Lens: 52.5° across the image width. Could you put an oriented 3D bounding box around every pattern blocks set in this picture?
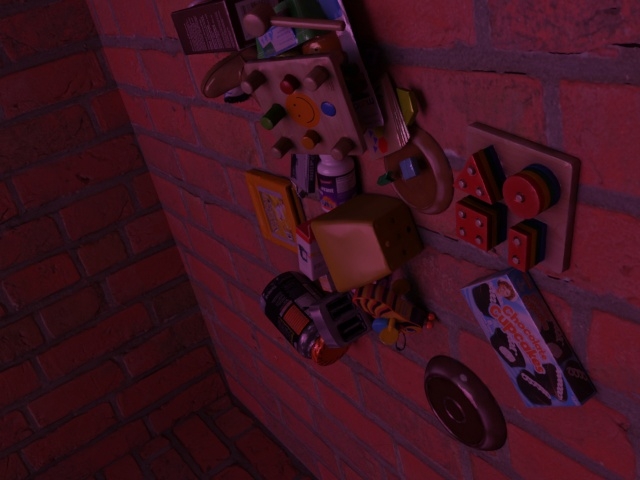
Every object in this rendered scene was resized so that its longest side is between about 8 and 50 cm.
[{"bbox_3d":[0.144,-0.293,1.551,0.285,0.026,0.324,3,107,62],"label":"pattern blocks set"}]

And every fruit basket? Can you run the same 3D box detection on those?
[{"bbox_3d":[-0.021,-0.413,1.579,0.327,0.165,0.353,-3,108,53],"label":"fruit basket"}]

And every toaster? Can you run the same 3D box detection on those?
[{"bbox_3d":[0.063,0.250,2.112,0.168,0.186,0.110,63,159,-1],"label":"toaster"}]

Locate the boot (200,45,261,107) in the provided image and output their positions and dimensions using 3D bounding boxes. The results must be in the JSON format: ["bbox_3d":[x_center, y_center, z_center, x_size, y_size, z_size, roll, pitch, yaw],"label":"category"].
[{"bbox_3d":[-0.202,-0.438,1.895,0.269,0.236,0.089,51,-172,26],"label":"boot"}]

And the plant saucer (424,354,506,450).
[{"bbox_3d":[0.398,0.478,1.866,0.310,0.050,0.310,44,150,33],"label":"plant saucer"}]

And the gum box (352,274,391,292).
[{"bbox_3d":[0.151,0.110,1.945,0.107,0.062,0.188,45,150,32],"label":"gum box"}]

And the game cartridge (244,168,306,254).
[{"bbox_3d":[-0.155,-0.101,2.331,0.324,0.053,0.285,21,133,53],"label":"game cartridge"}]

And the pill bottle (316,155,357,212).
[{"bbox_3d":[0.044,-0.179,1.808,0.108,0.108,0.193,36,144,44],"label":"pill bottle"}]

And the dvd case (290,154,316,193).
[{"bbox_3d":[-0.051,-0.245,1.869,0.238,0.030,0.179,-134,44,-69],"label":"dvd case"}]

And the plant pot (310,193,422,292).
[{"bbox_3d":[0.139,-0.003,1.713,0.187,0.212,0.212,-9,108,50],"label":"plant pot"}]

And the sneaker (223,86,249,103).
[{"bbox_3d":[-0.267,-0.517,2.106,0.237,0.085,0.086,136,127,-65],"label":"sneaker"}]

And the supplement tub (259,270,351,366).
[{"bbox_3d":[-0.049,0.280,2.327,0.338,0.207,0.207,43,149,36],"label":"supplement tub"}]

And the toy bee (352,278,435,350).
[{"bbox_3d":[0.231,0.201,1.817,0.162,0.298,0.195,-9,71,36],"label":"toy bee"}]

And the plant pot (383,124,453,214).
[{"bbox_3d":[0.226,-0.164,1.568,0.236,0.032,0.236,43,149,34],"label":"plant pot"}]

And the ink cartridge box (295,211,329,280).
[{"bbox_3d":[0.000,0.000,2.039,0.078,0.134,0.231,41,147,39],"label":"ink cartridge box"}]

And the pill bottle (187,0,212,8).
[{"bbox_3d":[-0.354,-0.688,2.077,0.087,0.087,0.160,-4,112,63],"label":"pill bottle"}]

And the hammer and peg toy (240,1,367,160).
[{"bbox_3d":[-0.048,-0.346,1.465,0.266,0.127,0.361,8,135,36],"label":"hammer and peg toy"}]

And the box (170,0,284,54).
[{"bbox_3d":[-0.256,-0.620,1.840,0.381,0.191,0.143,23,135,54],"label":"box"}]

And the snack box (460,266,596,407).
[{"bbox_3d":[0.463,0.222,1.472,0.321,0.060,0.187,61,155,3],"label":"snack box"}]

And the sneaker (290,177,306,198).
[{"bbox_3d":[-0.073,-0.175,2.132,0.083,0.031,0.035,64,169,5],"label":"sneaker"}]

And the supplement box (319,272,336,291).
[{"bbox_3d":[0.022,0.125,2.236,0.062,0.036,0.098,7,121,60],"label":"supplement box"}]

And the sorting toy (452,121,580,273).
[{"bbox_3d":[0.374,-0.076,1.309,0.257,0.089,0.255,35,143,45],"label":"sorting toy"}]
